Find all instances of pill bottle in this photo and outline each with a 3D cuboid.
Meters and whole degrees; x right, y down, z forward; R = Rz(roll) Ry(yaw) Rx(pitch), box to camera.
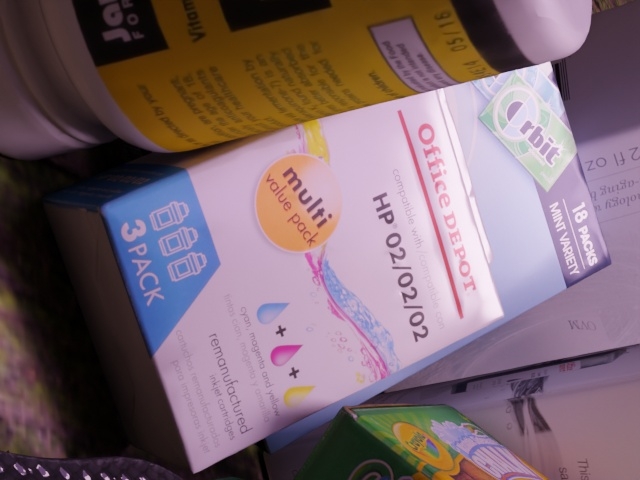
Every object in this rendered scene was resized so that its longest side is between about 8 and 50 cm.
[{"bbox_3d":[-0.023,-0.096,0.569,0.119,0.209,0.119,-13,90,-70],"label":"pill bottle"}]

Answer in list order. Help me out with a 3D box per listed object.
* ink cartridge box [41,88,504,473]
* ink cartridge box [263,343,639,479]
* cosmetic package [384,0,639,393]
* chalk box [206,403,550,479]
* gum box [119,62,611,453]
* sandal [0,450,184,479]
[{"bbox_3d":[0.000,0.000,0.637,0.181,0.061,0.104,-25,105,-26],"label":"ink cartridge box"},{"bbox_3d":[0.105,0.137,0.749,0.092,0.218,0.158,-24,101,-69],"label":"ink cartridge box"},{"bbox_3d":[0.139,0.017,0.879,0.138,0.224,0.224,-84,153,-56],"label":"cosmetic package"},{"bbox_3d":[0.040,0.146,0.640,0.213,0.132,0.132,37,10,19],"label":"chalk box"},{"bbox_3d":[0.022,-0.022,0.713,0.041,0.184,0.157,21,-45,63],"label":"gum box"},{"bbox_3d":[-0.091,0.100,0.536,0.179,0.040,0.067,26,47,-46],"label":"sandal"}]
